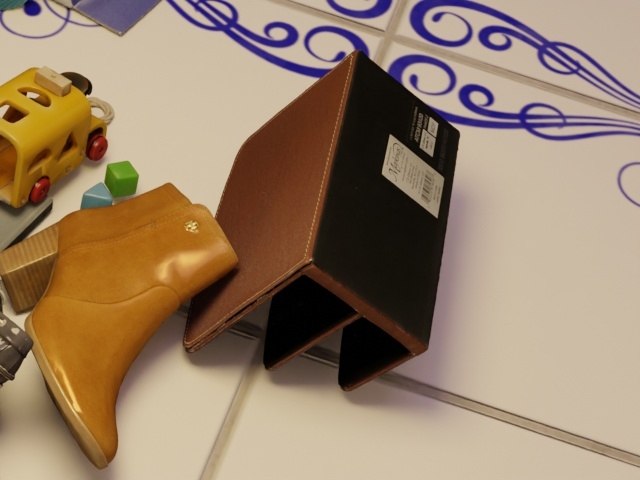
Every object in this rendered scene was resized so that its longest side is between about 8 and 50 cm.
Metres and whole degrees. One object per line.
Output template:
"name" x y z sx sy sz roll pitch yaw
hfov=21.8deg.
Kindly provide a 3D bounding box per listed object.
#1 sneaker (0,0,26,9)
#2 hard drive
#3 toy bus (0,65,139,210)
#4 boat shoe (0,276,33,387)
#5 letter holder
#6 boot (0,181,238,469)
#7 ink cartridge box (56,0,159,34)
"sneaker" -0.430 -0.324 1.878 0.229 0.087 0.092 10 45 -7
"hard drive" -0.345 -0.018 1.658 0.094 0.022 0.135 28 48 12
"toy bus" -0.283 -0.124 1.690 0.191 0.104 0.202 0 42 -20
"boat shoe" -0.305 0.068 1.514 0.065 0.075 0.206 -42 31 0
"letter holder" 0.000 0.000 1.656 0.152 0.214 0.302 37 42 -23
"boot" -0.171 0.062 1.545 0.211 0.104 0.295 -22 47 -10
"ink cartridge box" -0.283 -0.410 2.004 0.307 0.072 0.303 26 47 14
